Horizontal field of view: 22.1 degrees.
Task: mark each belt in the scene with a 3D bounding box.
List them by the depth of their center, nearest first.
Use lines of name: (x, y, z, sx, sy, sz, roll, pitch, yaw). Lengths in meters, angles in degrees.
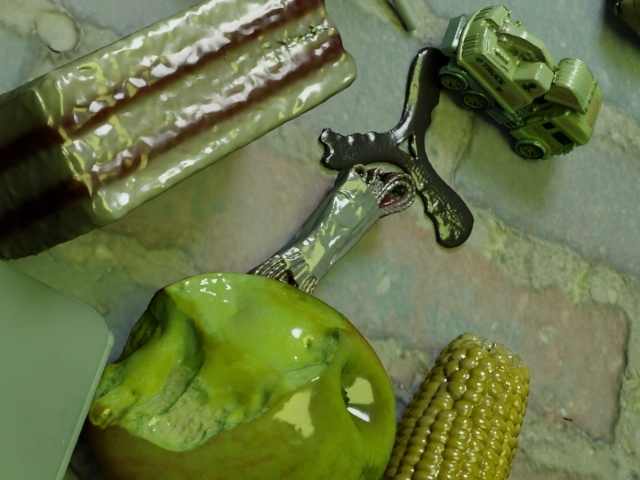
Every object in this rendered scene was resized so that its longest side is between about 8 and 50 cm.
belt: (0.000, 0.000, 1.560, 0.232, 0.053, 0.071, -44, 104, -29)

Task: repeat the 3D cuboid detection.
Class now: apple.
apple: (-0.059, 0.144, 1.377, 0.246, 0.226, 0.246, 16, 70, -51)

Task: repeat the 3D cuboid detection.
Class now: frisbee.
frisbee: (0.078, -0.090, 1.662, 0.187, 0.012, 0.211, -8, 87, -35)

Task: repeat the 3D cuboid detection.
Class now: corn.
corn: (0.110, 0.244, 1.548, 0.130, 0.130, 0.347, 39, 59, -22)

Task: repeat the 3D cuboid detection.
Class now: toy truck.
toy truck: (0.216, -0.169, 1.701, 0.191, 0.116, 0.085, 38, 60, -29)

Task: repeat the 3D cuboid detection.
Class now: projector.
projector: (-0.313, 0.108, 1.297, 0.250, 0.108, 0.198, 30, 65, -28)

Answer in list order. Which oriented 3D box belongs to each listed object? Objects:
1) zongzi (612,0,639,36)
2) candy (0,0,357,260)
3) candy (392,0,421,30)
zongzi: (0.403, -0.294, 1.907, 0.178, 0.081, 0.189, 44, 43, -44)
candy: (-0.143, -0.115, 1.412, 0.320, 0.179, 0.135, -33, 100, -34)
candy: (0.008, -0.363, 1.629, 0.124, 0.124, 0.365, -47, 118, -32)
